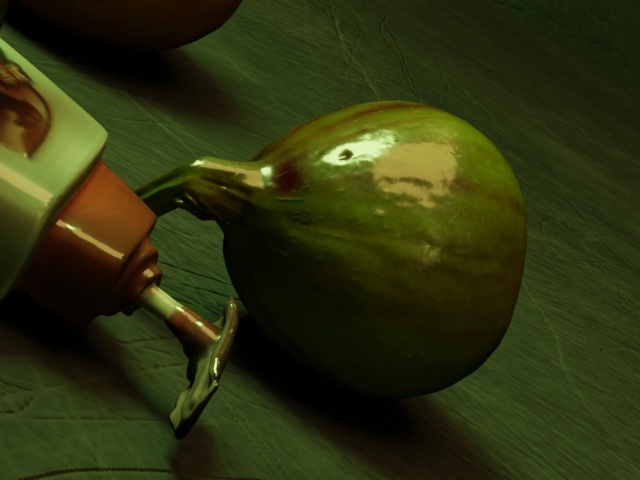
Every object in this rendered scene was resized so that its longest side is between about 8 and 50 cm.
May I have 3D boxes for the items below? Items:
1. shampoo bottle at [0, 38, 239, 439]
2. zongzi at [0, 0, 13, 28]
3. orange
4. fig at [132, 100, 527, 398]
[{"bbox_3d":[-0.144,-0.030,0.719,0.284,0.071,0.153,35,24,7],"label":"shampoo bottle"},{"bbox_3d":[-0.121,-0.087,0.639,0.241,0.111,0.247,-8,54,-31],"label":"zongzi"},{"bbox_3d":[-0.137,-0.223,1.149,0.224,0.170,0.224,29,15,-8],"label":"orange"},{"bbox_3d":[0.009,-0.011,0.839,0.148,0.142,0.186,11,-20,47],"label":"fig"}]
